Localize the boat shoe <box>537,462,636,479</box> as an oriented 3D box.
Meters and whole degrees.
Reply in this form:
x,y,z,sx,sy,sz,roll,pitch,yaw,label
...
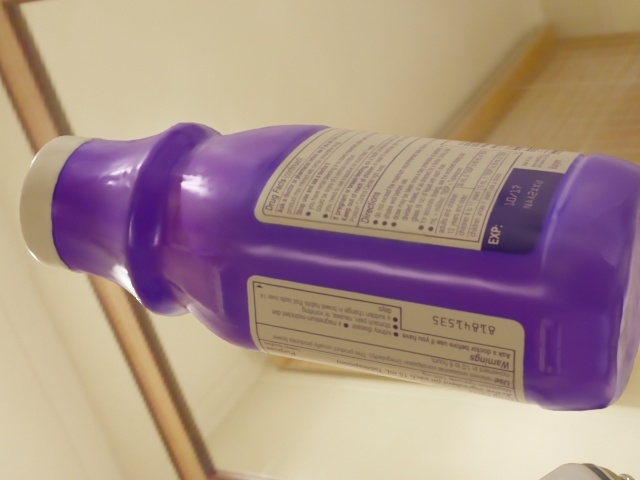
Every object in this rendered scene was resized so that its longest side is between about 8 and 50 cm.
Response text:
x,y,z,sx,sy,sz,roll,pitch,yaw,label
0.200,0.215,0.645,0.094,0.109,0.302,-29,-48,-2,boat shoe

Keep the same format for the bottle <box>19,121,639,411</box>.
x,y,z,sx,sy,sz,roll,pitch,yaw,label
0.000,0.000,0.485,0.118,0.283,0.092,-47,-41,-55,bottle
